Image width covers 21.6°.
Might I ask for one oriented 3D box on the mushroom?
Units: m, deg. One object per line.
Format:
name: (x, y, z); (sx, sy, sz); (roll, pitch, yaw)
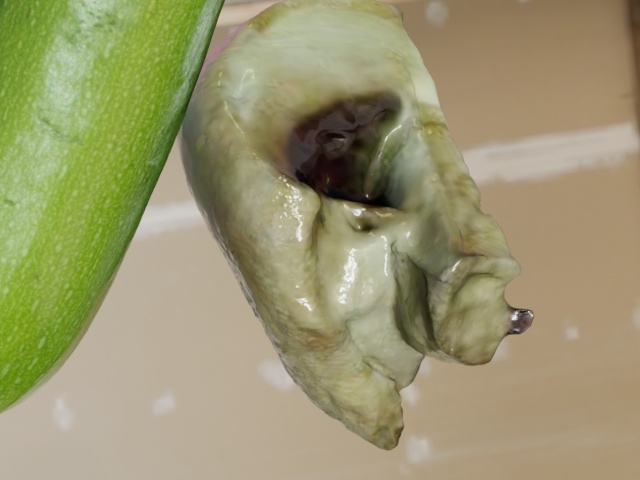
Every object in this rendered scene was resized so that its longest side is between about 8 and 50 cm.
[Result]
mushroom: (-0.005, 0.002, 1.102); (0.292, 0.212, 0.217); (59, -43, 39)

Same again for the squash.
squash: (-0.106, -0.057, 0.694); (0.101, 0.101, 0.378); (-115, -134, -64)
